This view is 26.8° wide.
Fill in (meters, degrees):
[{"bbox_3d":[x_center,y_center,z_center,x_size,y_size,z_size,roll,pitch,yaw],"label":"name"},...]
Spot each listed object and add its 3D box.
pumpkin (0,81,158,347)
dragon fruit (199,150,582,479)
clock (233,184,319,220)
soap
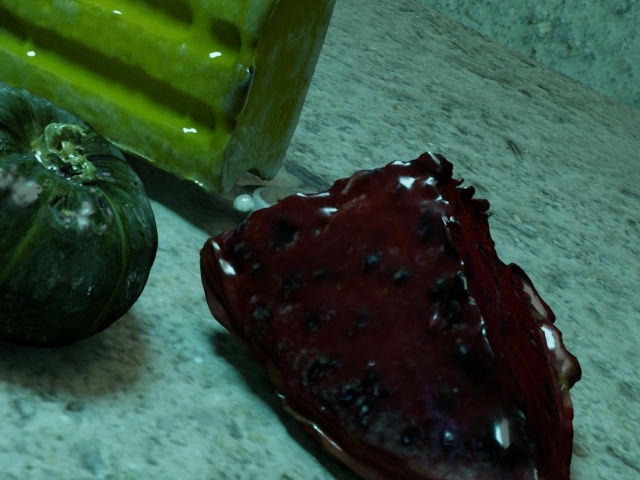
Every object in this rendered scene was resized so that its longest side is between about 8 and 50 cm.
[{"bbox_3d":[-0.220,-0.025,0.969,0.224,0.157,0.223,33,22,-15],"label":"pumpkin"},{"bbox_3d":[0.080,0.114,1.105,0.329,0.228,0.286,26,41,-68],"label":"dragon fruit"},{"bbox_3d":[0.000,0.000,1.282,0.229,0.063,0.156,25,18,40],"label":"clock"},{"bbox_3d":[-0.165,-0.238,1.294,0.335,0.293,0.156,24,16,20],"label":"soap"}]
